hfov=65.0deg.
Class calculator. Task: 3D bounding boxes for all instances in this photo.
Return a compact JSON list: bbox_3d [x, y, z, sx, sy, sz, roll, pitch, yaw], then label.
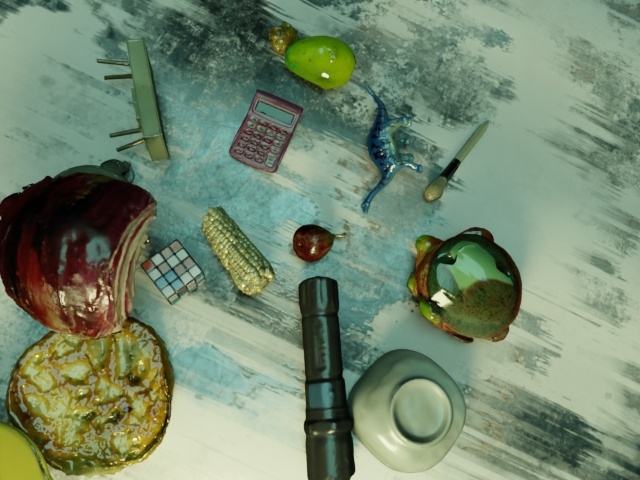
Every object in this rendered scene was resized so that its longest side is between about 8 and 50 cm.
[{"bbox_3d":[-0.130,-0.261,1.206,0.126,0.034,0.191,24,78,-4],"label":"calculator"}]

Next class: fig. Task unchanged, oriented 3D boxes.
[{"bbox_3d":[0.000,0.000,1.140,0.125,0.089,0.089,-13,76,-41],"label":"fig"}]

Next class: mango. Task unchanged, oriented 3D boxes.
[{"bbox_3d":[-0.001,-0.448,1.245,0.178,0.100,0.119,10,76,1],"label":"mango"}]

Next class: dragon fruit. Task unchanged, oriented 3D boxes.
[{"bbox_3d":[0.332,0.097,1.142,0.295,0.130,0.268,43,77,3],"label":"dragon fruit"}]

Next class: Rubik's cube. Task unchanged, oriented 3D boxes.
[{"bbox_3d":[-0.306,0.068,1.052,0.092,0.092,0.092,-38,85,-17],"label":"Rubik's cube"}]

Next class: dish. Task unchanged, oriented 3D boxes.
[{"bbox_3d":[0.191,0.354,1.047,0.256,0.117,0.256,2,74,-8],"label":"dish"}]

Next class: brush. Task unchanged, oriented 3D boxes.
[{"bbox_3d":[0.355,-0.207,1.274,0.042,0.039,0.299,25,64,39],"label":"brush"}]

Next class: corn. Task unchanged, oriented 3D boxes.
[{"bbox_3d":[-0.186,0.024,1.095,0.087,0.087,0.211,-36,78,-17],"label":"corn"}]

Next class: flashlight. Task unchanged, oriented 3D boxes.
[{"bbox_3d":[0.005,0.280,1.053,0.103,0.103,0.424,-2,73,-10],"label":"flashlight"}]

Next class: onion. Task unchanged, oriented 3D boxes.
[{"bbox_3d":[-0.462,0.026,0.896,0.280,0.146,0.314,11,90,-7],"label":"onion"}]

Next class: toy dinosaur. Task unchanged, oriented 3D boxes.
[{"bbox_3d":[0.173,-0.226,1.227,0.144,0.076,0.329,2,85,-2],"label":"toy dinosaur"}]

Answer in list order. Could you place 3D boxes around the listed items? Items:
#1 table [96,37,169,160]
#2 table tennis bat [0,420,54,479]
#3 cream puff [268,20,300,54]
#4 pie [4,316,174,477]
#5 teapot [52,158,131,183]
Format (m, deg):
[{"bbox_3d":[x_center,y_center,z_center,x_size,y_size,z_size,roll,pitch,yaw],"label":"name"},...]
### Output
[{"bbox_3d":[-0.420,-0.307,1.121,0.111,0.121,0.240,-12,77,-13],"label":"table"},{"bbox_3d":[-0.518,0.434,0.879,0.368,0.054,0.224,8,95,11],"label":"table tennis bat"},{"bbox_3d":[-0.097,-0.511,1.270,0.058,0.083,0.083,9,81,39],"label":"cream puff"},{"bbox_3d":[-0.429,0.288,0.976,0.315,0.092,0.315,4,72,-13],"label":"pie"},{"bbox_3d":[-0.475,-0.058,1.042,0.193,0.129,0.294,20,74,-4],"label":"teapot"}]
